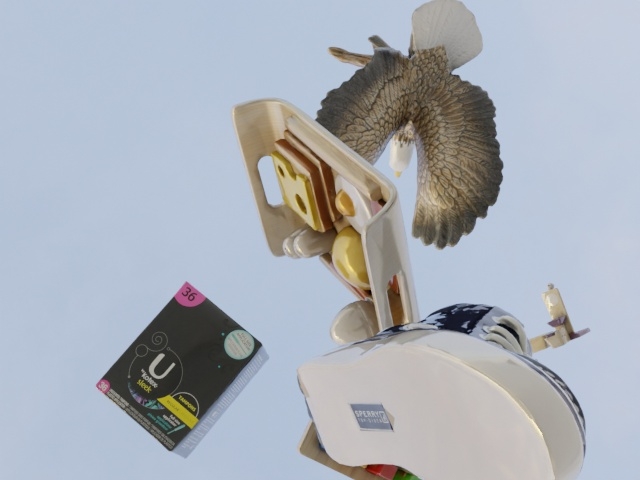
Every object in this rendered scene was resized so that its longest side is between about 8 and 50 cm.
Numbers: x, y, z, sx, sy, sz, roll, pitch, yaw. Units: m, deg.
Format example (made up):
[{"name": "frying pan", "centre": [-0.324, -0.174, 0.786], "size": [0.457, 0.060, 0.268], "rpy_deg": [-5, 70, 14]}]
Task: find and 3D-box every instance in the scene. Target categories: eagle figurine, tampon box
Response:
[{"name": "eagle figurine", "centre": [0.118, -0.153, 1.472], "size": [0.226, 0.225, 0.298], "rpy_deg": [-15, -147, 20]}, {"name": "tampon box", "centre": [-0.157, 0.153, 1.306], "size": [0.120, 0.101, 0.161], "rpy_deg": [38, -100, 11]}]

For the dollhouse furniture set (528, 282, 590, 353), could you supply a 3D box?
[{"name": "dollhouse furniture set", "centre": [0.286, 0.112, 1.514], "size": [0.091, 0.114, 0.081], "rpy_deg": [-14, -100, -52]}]

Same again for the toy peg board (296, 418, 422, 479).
[{"name": "toy peg board", "centre": [0.082, 0.226, 1.387], "size": [0.160, 0.079, 0.161], "rpy_deg": [29, -102, -14]}]

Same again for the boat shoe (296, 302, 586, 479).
[{"name": "boat shoe", "centre": [0.115, 0.099, 0.815], "size": [0.158, 0.340, 0.127], "rpy_deg": [-24, -82, -24]}]

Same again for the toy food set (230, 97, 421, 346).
[{"name": "toy food set", "centre": [0.000, 0.000, 1.184], "size": [0.092, 0.220, 0.306], "rpy_deg": [-27, -141, -17]}]
